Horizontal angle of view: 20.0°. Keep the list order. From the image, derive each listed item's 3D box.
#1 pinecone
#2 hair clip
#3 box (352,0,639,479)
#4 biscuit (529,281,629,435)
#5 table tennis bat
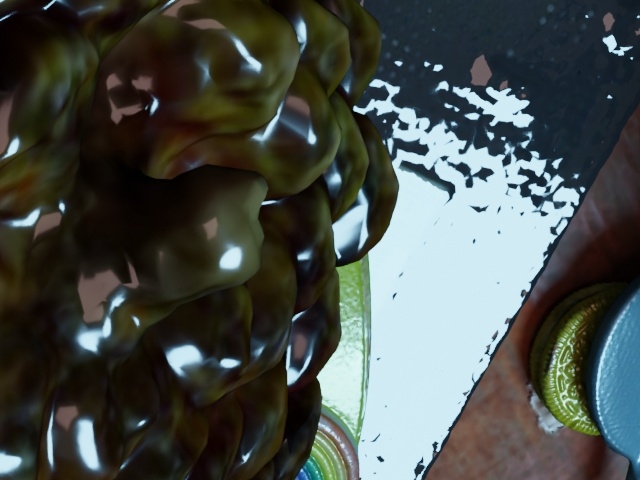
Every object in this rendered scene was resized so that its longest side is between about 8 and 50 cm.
[{"bbox_3d":[-0.179,-0.009,0.621,0.398,0.398,0.397,-7,112,-17],"label":"pinecone"},{"bbox_3d":[-0.005,0.078,0.835,0.060,0.033,0.188,2,109,-24],"label":"hair clip"},{"bbox_3d":[0.000,0.000,0.857,0.211,0.058,0.350,24,100,-25],"label":"box"},{"bbox_3d":[0.151,0.062,0.952,0.084,0.023,0.084,-7,112,-18],"label":"biscuit"},{"bbox_3d":[0.179,0.081,0.947,0.100,0.019,0.155,-1,109,-27],"label":"table tennis bat"}]
